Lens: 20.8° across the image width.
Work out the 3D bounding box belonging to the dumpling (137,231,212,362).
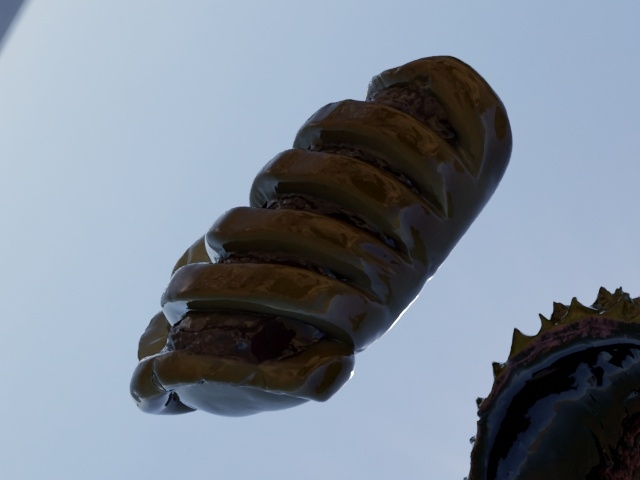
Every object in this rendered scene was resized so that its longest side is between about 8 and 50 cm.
[{"bbox_3d":[-0.062,0.050,1.254,0.155,0.111,0.181,-45,177,-13],"label":"dumpling"}]

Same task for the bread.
[{"bbox_3d":[0.000,0.000,0.856,0.225,0.081,0.134,-49,-158,-24],"label":"bread"}]

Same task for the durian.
[{"bbox_3d":[0.146,0.073,0.758,0.108,0.119,0.186,-16,161,-50],"label":"durian"}]
